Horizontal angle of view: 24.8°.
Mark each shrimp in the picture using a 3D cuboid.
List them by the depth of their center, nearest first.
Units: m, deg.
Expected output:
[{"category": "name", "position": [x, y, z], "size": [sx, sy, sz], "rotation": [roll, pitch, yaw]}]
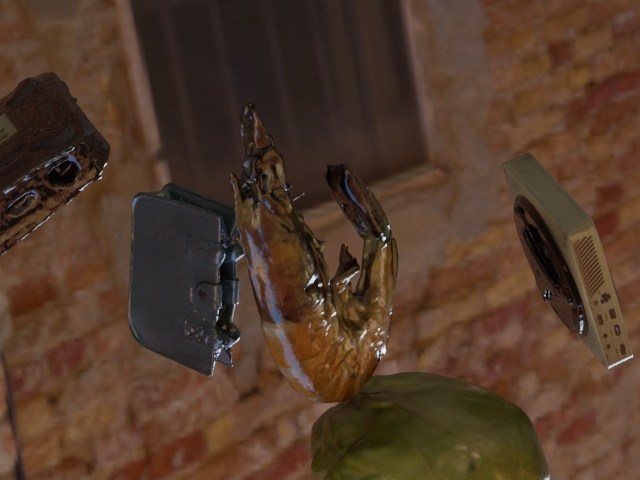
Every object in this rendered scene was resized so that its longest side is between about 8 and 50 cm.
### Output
[{"category": "shrimp", "position": [0.000, 0.000, 1.830], "size": [0.085, 0.445, 0.272], "rotation": [7, -138, 39]}]

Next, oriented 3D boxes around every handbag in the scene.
[{"category": "handbag", "position": [-0.177, 0.051, 1.944], "size": [0.179, 0.229, 0.062], "rotation": [20, -155, 37]}]

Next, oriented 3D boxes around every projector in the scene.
[{"category": "projector", "position": [0.358, 0.031, 2.164], "size": [0.079, 0.257, 0.259], "rotation": [-25, -150, -3]}]

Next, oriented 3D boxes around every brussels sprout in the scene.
[{"category": "brussels sprout", "position": [0.146, 0.317, 1.950], "size": [0.328, 0.247, 0.328], "rotation": [-2, -162, 1]}]

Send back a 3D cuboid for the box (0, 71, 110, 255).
[{"category": "box", "position": [-0.486, -0.089, 2.091], "size": [0.359, 0.091, 0.350], "rotation": [-37, -148, -6]}]
